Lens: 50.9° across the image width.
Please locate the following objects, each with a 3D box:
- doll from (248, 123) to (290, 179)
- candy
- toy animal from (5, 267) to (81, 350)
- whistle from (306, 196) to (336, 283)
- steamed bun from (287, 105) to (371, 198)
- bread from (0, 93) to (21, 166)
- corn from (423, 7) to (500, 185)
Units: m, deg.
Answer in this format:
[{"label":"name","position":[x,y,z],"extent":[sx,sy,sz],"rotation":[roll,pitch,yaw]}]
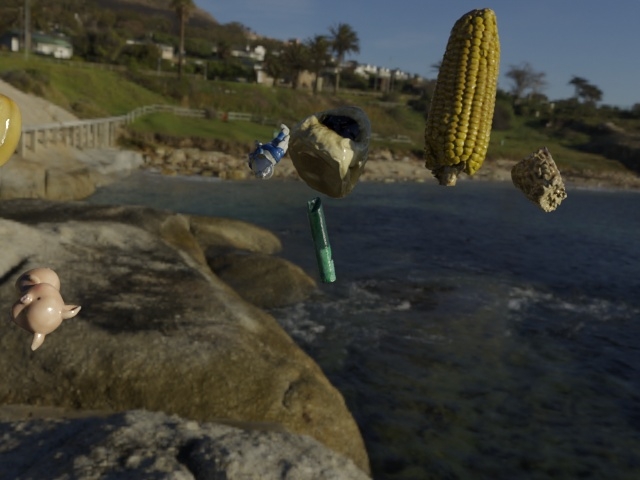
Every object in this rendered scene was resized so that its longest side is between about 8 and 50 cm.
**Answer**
[{"label":"doll","position":[-0.119,-0.199,1.522],"extent":[0.114,0.057,0.227],"rotation":[-24,28,15]},{"label":"candy","position":[0.405,-0.111,1.241],"extent":[0.085,0.110,0.095],"rotation":[-35,-33,17]},{"label":"toy animal","position":[-0.442,0.093,1.066],"extent":[0.089,0.083,0.150],"rotation":[20,28,-40]},{"label":"whistle","position":[0.000,0.000,1.446],"extent":[0.039,0.186,0.039],"rotation":[-11,16,3]},{"label":"steamed bun","position":[0.034,-0.189,1.323],"extent":[0.140,0.155,0.172],"rotation":[31,-21,19]},{"label":"bread","position":[-0.619,-0.197,1.153],"extent":[0.217,0.147,0.098],"rotation":[19,-9,2]},{"label":"corn","position":[0.257,-0.256,1.215],"extent":[0.119,0.322,0.119],"rotation":[7,0,0]}]
